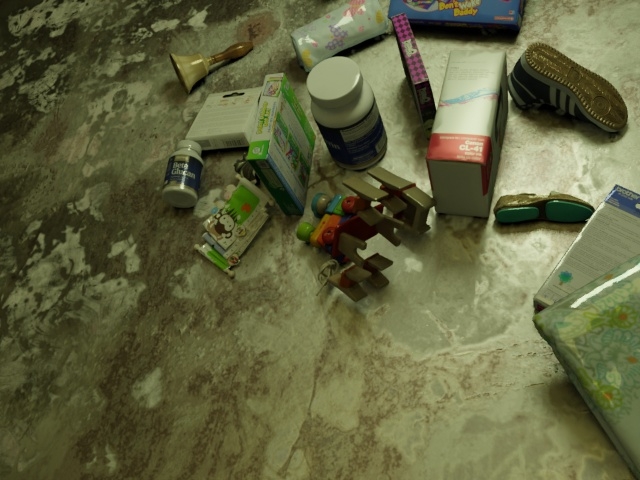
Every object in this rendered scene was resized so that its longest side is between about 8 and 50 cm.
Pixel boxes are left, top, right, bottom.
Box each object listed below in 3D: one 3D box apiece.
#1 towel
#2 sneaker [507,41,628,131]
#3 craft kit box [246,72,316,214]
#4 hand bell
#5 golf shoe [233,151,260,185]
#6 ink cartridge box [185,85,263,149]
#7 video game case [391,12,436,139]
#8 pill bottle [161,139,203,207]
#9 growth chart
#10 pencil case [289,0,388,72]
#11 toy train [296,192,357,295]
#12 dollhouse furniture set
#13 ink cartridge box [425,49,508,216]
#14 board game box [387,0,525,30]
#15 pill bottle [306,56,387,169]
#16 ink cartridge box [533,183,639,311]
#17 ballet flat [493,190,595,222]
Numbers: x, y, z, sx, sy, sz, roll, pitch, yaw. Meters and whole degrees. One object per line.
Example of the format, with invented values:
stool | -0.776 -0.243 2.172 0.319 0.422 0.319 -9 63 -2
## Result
towel | 0.613 0.213 1.093 0.321 0.090 0.374 -30 71 0
sneaker | 0.565 -0.334 1.465 0.282 0.153 0.099 36 73 0
craft kit box | -0.086 -0.227 1.517 0.061 0.250 0.246 1 62 20
hand bell | -0.311 -0.541 1.867 0.242 0.126 0.126 -26 57 -10
golf shoe | -0.131 -0.225 1.636 0.198 0.077 0.094 -49 63 5
ink cartridge box | -0.261 -0.343 1.770 0.181 0.056 0.224 -3 43 17
video game case | 0.234 -0.398 1.531 0.042 0.210 0.232 -17 59 9
pill bottle | -0.363 -0.180 1.673 0.094 0.094 0.169 -5 61 15
growth chart | -0.220 -0.043 1.578 0.172 0.021 0.237 28 83 28
pencil case | 0.050 -0.579 1.750 0.273 0.113 0.124 -29 67 2
toy train | 0.000 0.000 1.457 0.143 0.105 0.248 19 69 37
dollhouse furniture set | 0.119 -0.041 1.363 0.259 0.262 0.135 -26 47 -38
ink cartridge box | 0.333 -0.237 1.399 0.131 0.226 0.306 8 66 22
board game box | 0.369 -0.690 1.661 0.347 0.078 0.233 13 100 24
pill bottle | 0.064 -0.300 1.498 0.153 0.264 0.153 -8 59 14
ink cartridge box | 0.590 0.052 1.251 0.186 0.065 0.311 32 79 28
ballet flat | 0.482 -0.080 1.359 0.206 0.073 0.067 1 48 15
